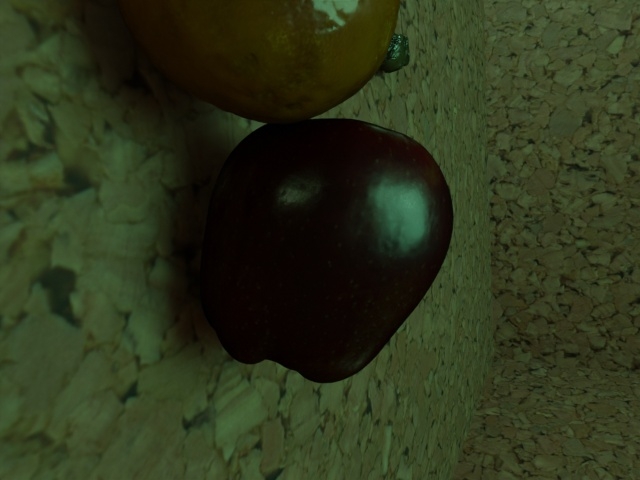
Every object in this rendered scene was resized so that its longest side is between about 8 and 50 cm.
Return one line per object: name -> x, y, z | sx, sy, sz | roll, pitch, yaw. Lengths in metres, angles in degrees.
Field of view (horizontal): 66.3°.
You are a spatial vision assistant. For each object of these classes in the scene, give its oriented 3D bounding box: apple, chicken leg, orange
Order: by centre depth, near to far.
orange -> -0.056, -0.251, 0.486 | 0.226, 0.284, 0.284 | -57, 174, 38
apple -> 0.000, 0.000, 0.594 | 0.288, 0.288, 0.317 | 16, 96, -61
chicken leg -> 0.184, -0.443, 1.168 | 0.198, 0.069, 0.085 | -36, 123, -65
